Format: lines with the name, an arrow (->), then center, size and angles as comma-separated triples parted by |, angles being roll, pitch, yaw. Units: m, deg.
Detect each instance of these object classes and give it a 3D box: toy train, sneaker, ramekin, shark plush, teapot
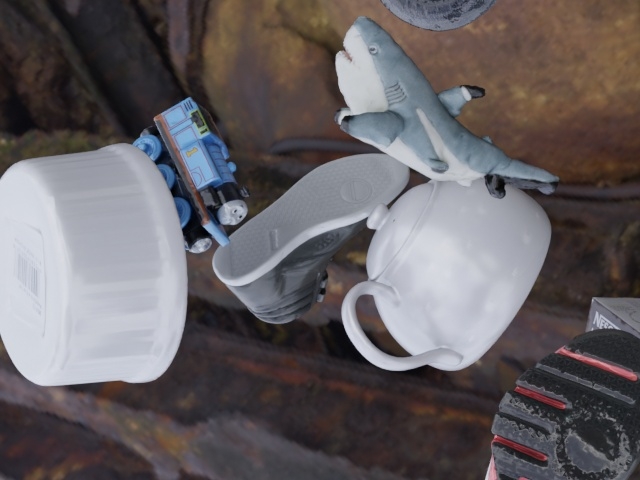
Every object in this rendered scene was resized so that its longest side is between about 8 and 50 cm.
toy train -> -0.149, -0.073, 1.248 | 0.184, 0.105, 0.080 | 62, -174, 30
sneaker -> 0.181, 0.216, 0.911 | 0.115, 0.314, 0.136 | 27, 175, 15
ramekin -> -0.271, 0.031, 1.211 | 0.277, 0.135, 0.277 | 11, 103, 54
shark plush -> 0.078, -0.072, 0.671 | 0.161, 0.067, 0.073 | 30, -172, 4
teapot -> 0.137, 0.021, 1.284 | 0.187, 0.253, 0.256 | 31, -173, -6
sneaker -> 0.000, 0.000, 1.464 | 0.104, 0.295, 0.147 | 48, 166, 36

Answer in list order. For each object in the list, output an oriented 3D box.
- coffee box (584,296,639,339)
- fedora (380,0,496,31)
coffee box -> 0.489, 0.209, 1.525 | 0.297, 0.118, 0.168 | -129, 44, -65
fedora -> 0.176, -0.438, 1.383 | 0.334, 0.152, 0.334 | 17, 113, 48
